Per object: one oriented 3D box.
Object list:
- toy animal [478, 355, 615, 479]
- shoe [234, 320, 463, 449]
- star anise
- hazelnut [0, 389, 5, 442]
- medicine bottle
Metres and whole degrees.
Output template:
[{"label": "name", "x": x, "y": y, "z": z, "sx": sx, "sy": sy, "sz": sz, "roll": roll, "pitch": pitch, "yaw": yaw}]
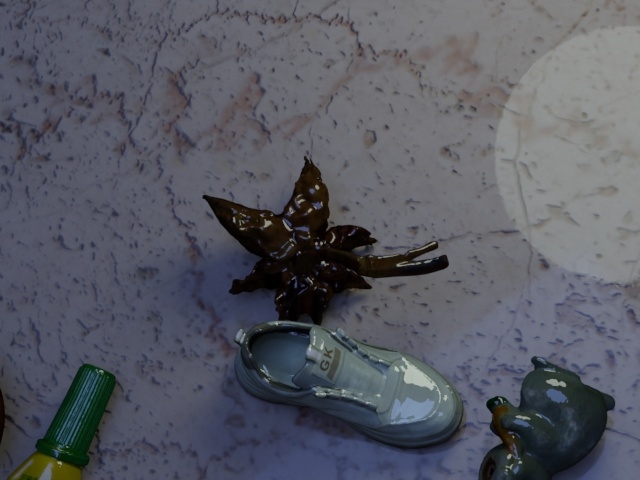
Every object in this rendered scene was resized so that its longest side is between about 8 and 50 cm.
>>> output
[{"label": "toy animal", "x": 0.255, "y": 0.275, "z": 1.759, "sx": 0.127, "sy": 0.125, "sz": 0.251, "roll": 18, "pitch": 78, "yaw": 46}, {"label": "shoe", "x": 0.024, "y": 0.170, "z": 1.818, "sx": 0.316, "sy": 0.159, "sz": 0.124, "roll": 11, "pitch": 71, "yaw": 17}, {"label": "star anise", "x": 0.006, "y": 0.004, "z": 1.890, "sx": 0.346, "sy": 0.148, "sz": 0.237, "roll": 14, "pitch": 74, "yaw": 25}, {"label": "hazelnut", "x": -0.540, "y": 0.232, "z": 1.869, "sx": 0.230, "sy": 0.229, "sz": 0.229, "roll": -4, "pitch": 69, "yaw": 9}, {"label": "medicine bottle", "x": -0.355, "y": 0.310, "z": 1.878, "sx": 0.111, "sy": 0.076, "sz": 0.309, "roll": 20, "pitch": 73, "yaw": 9}]
